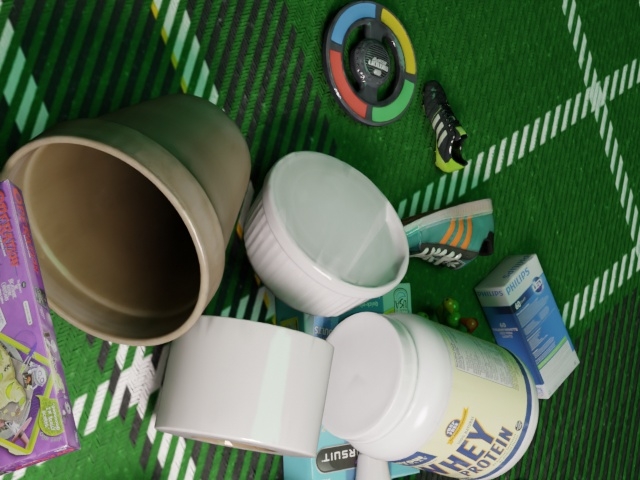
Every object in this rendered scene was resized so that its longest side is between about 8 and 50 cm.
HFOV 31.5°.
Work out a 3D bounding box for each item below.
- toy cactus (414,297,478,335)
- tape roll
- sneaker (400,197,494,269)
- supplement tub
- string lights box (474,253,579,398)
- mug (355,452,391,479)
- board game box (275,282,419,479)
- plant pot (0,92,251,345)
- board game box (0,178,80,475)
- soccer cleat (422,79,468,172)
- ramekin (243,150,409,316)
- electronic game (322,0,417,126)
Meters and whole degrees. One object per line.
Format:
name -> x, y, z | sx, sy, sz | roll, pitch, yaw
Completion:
toy cactus -> 0.221, 0.196, 2.077 | 0.180, 0.112, 0.219 | -66, 155, 0
tape roll -> -0.112, 0.220, 1.684 | 0.246, 0.246, 0.169 | 22, 72, -38
sneaker -> 0.228, 0.001, 2.098 | 0.302, 0.108, 0.121 | -14, 92, -43
supplement tub -> 0.170, 0.250, 1.833 | 0.325, 0.235, 0.235 | 21, 72, -39
string lights box -> 0.416, 0.171, 2.272 | 0.133, 0.076, 0.260 | -38, 111, -38
mug -> 0.084, 0.377, 1.875 | 0.062, 0.078, 0.064 | -1, 79, -9
board game box -> 0.050, 0.243, 1.937 | 0.253, 0.079, 0.336 | -1, 87, -42
plant pot -> -0.237, -0.061, 1.585 | 0.323, 0.323, 0.280 | 62, 36, -19
board game box -> -0.429, 0.118, 1.376 | 0.056, 0.208, 0.347 | 48, 23, -69
soccer cleat -> 0.241, -0.218, 2.152 | 0.060, 0.072, 0.179 | -17, 98, -41
ramekin -> 0.000, 0.000, 1.823 | 0.273, 0.127, 0.273 | 24, 43, -24
electronic game -> 0.091, -0.319, 2.043 | 0.229, 0.048, 0.229 | 4, 84, -42
